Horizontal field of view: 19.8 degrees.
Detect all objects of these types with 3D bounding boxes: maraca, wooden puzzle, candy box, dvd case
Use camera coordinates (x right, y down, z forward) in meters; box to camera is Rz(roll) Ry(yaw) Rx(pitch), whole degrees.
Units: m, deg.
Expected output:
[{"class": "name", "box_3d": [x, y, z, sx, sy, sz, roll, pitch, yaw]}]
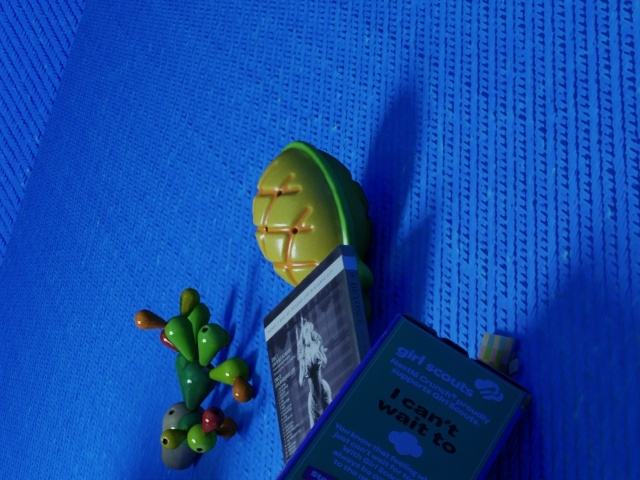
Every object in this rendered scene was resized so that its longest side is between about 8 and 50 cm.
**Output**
[{"class": "maraca", "box_3d": [0.000, 0.000, 1.615, 0.185, 0.099, 0.127, 68, 153, 21]}, {"class": "wooden puzzle", "box_3d": [0.125, 0.093, 1.326, 0.083, 0.006, 0.049, -171, 96, -71]}, {"class": "candy box", "box_3d": [-0.012, 0.238, 1.229, 0.268, 0.122, 0.317, -60, -4, 39]}, {"class": "dvd case", "box_3d": [0.005, 0.137, 1.531, 0.164, 0.018, 0.221, -45, 49, 54]}]

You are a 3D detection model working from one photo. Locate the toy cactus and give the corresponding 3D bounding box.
[{"class": "toy cactus", "box_3d": [-0.138, 0.161, 1.877, 0.219, 0.112, 0.180, -114, 33, -49]}]
